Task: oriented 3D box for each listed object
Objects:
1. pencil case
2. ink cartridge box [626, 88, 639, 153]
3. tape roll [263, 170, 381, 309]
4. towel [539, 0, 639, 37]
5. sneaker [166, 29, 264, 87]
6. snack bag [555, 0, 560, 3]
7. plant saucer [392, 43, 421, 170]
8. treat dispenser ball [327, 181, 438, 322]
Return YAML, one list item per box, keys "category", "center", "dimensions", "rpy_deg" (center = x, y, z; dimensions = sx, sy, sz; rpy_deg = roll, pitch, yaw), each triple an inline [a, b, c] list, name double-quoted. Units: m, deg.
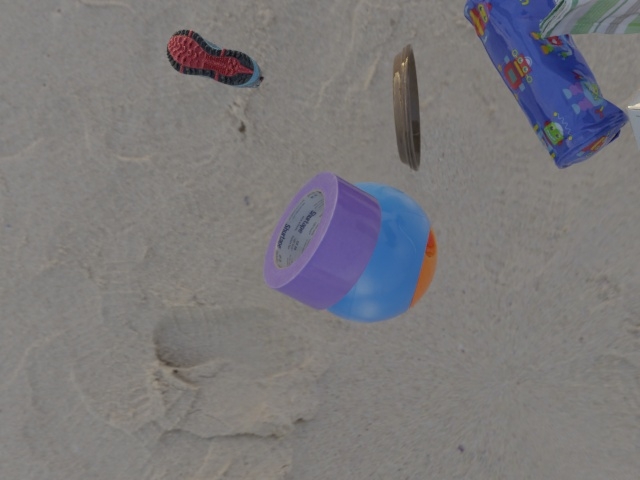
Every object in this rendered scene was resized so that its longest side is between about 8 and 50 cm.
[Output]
- category: "pencil case"
  center: [0.334, -0.259, 1.106]
  dimensions: [0.133, 0.119, 0.306]
  rpy_deg: [-20, 76, -27]
- category: "ink cartridge box"
  center: [0.466, -0.140, 0.940]
  dimensions: [0.072, 0.175, 0.127]
  rpy_deg: [19, 63, 48]
- category: "tape roll"
  center: [0.000, 0.000, 1.085]
  dimensions: [0.080, 0.189, 0.189]
  rpy_deg: [29, 86, -23]
- category: "towel"
  center: [0.384, -0.301, 1.002]
  dimensions: [0.152, 0.113, 0.023]
  rpy_deg: [-1, 84, -3]
- category: "sneaker"
  center: [-0.253, -0.421, 1.803]
  dimensions: [0.262, 0.125, 0.104]
  rpy_deg: [28, 97, 20]
- category: "snack bag"
  center: [0.514, -0.649, 1.605]
  dimensions: [0.343, 0.323, 0.037]
  rpy_deg: [10, 56, 41]
- category: "plant saucer"
  center: [0.191, -0.289, 1.645]
  dimensions: [0.041, 0.278, 0.277]
  rpy_deg: [-2, 79, 12]
- category: "treat dispenser ball"
  center: [0.095, 0.025, 1.527]
  dimensions: [0.288, 0.288, 0.288]
  rpy_deg: [-3, 79, 13]
